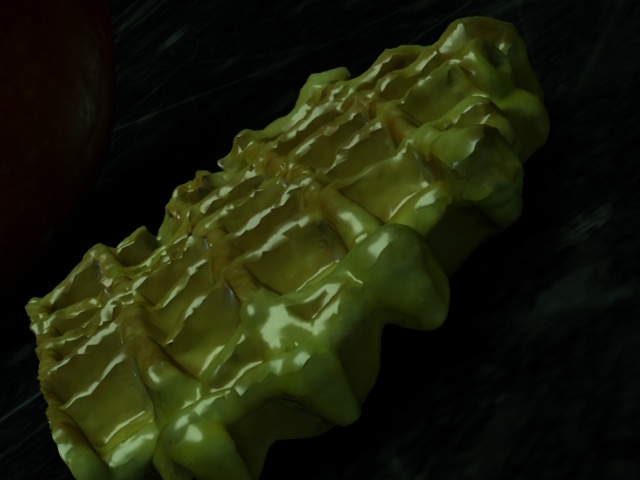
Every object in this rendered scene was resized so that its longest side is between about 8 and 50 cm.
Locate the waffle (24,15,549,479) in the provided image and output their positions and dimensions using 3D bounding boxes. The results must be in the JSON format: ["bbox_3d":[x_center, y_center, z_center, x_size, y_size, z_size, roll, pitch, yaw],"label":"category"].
[{"bbox_3d":[0.000,-0.001,0.559,0.219,0.057,0.229,-39,17,-4],"label":"waffle"}]

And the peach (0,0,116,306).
[{"bbox_3d":[-0.317,-0.067,0.951,0.406,0.310,0.335,-26,29,-6],"label":"peach"}]
